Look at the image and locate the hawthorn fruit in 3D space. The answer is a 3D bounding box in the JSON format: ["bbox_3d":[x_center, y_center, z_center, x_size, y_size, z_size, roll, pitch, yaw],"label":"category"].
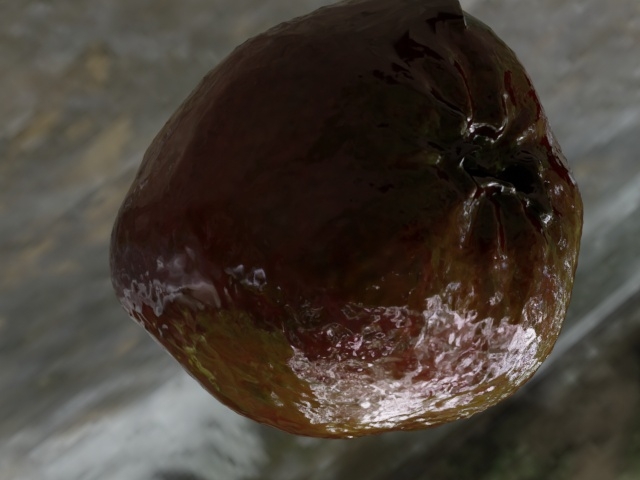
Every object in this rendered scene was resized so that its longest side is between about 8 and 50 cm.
[{"bbox_3d":[0.000,0.000,1.112,0.307,0.265,0.265,-20,-178,38],"label":"hawthorn fruit"}]
